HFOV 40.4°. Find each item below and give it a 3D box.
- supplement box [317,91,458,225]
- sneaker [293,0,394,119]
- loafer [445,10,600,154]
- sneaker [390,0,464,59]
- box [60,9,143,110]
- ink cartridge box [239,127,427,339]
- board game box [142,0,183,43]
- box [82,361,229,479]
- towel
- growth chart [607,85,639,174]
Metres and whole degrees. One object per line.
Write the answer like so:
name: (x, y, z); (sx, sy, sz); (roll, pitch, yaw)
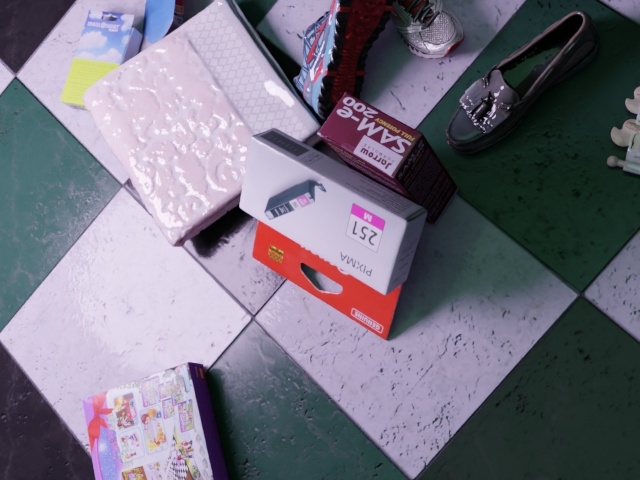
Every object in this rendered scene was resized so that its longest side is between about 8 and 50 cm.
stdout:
supplement box: (0.101, -0.108, 1.218); (0.130, 0.239, 0.073); (33, 89, 24)
sneaker: (0.019, -0.325, 1.341); (0.125, 0.104, 0.262); (42, 121, 40)
loafer: (0.283, -0.236, 1.263); (0.267, 0.084, 0.096); (-40, 67, 8)
sneaker: (0.133, -0.368, 1.348); (0.088, 0.092, 0.225); (-43, 68, 6)
box: (-0.391, -0.320, 1.564); (0.109, 0.042, 0.178); (12, 82, 22)
ink cartridge box: (0.000, 0.000, 1.258); (0.275, 0.060, 0.239); (30, 127, 24)
board game box: (-0.267, -0.426, 1.530); (0.133, 0.033, 0.169); (1, 85, 56)
box: (-0.247, 0.357, 1.342); (0.201, 0.057, 0.293); (-20, 71, 15)
towel: (-0.200, -0.205, 1.438); (0.317, 0.053, 0.332); (-36, 70, 4)
growth chart: (0.513, -0.182, 1.198); (0.172, 0.021, 0.237); (28, 89, 25)
